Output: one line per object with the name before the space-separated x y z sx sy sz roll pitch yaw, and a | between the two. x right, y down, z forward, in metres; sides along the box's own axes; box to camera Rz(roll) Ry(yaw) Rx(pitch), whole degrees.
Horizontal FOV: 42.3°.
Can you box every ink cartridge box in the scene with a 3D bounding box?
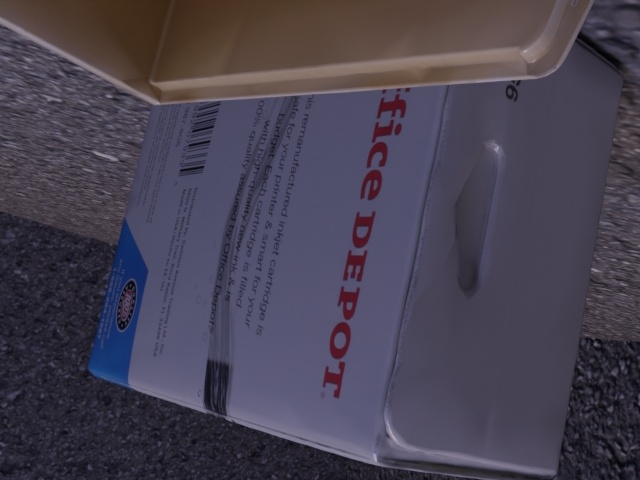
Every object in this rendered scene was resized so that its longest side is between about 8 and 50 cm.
ink cartridge box | 0.000 0.000 0.636 0.166 0.286 0.395 18 169 -36

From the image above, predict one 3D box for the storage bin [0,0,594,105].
storage bin | -0.059 -0.160 0.298 0.260 0.123 0.262 5 167 40
